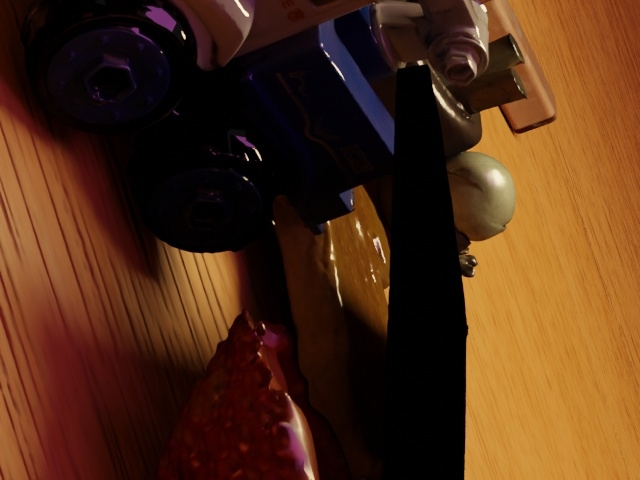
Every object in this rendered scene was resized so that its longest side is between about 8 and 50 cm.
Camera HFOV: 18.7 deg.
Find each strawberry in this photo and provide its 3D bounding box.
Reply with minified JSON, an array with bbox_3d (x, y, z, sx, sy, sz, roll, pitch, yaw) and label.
[{"bbox_3d":[-0.020,0.137,0.787,0.140,0.085,0.192,-99,170,-53],"label":"strawberry"}]

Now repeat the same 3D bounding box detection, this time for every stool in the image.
[{"bbox_3d":[0.075,-0.085,1.270,0.217,0.121,0.125,67,16,8],"label":"stool"}]

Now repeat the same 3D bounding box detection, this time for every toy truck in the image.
[{"bbox_3d":[-0.027,-0.110,0.888,0.213,0.177,0.161,54,25,-44],"label":"toy truck"}]

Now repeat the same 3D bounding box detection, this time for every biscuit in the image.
[{"bbox_3d":[0.000,0.000,1.063,0.197,0.049,0.302,53,24,-65],"label":"biscuit"}]

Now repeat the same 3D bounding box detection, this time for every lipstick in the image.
[{"bbox_3d":[0.165,-0.164,1.734,0.145,0.045,0.045,58,23,-35],"label":"lipstick"}]

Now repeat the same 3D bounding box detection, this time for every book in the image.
[{"bbox_3d":[0.053,0.091,0.921,0.322,0.018,0.228,74,18,-66],"label":"book"}]
